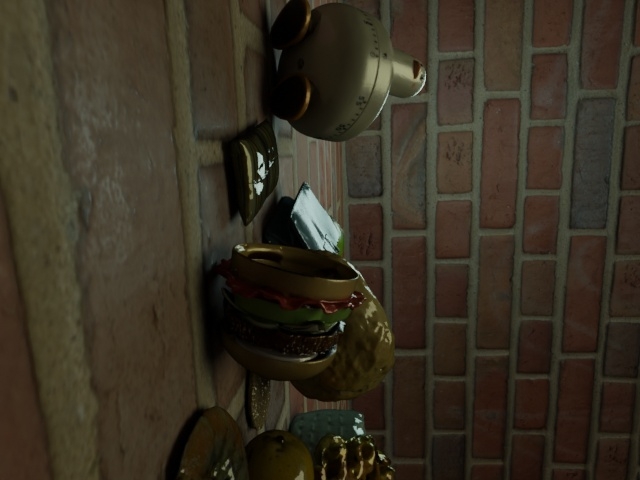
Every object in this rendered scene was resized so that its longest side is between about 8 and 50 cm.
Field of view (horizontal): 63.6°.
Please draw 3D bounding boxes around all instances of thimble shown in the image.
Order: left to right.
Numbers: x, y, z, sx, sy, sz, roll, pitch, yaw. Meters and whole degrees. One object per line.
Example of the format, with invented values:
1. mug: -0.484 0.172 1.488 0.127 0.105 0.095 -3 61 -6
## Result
1. thimble: 0.026 0.458 1.071 0.250 0.171 0.205 -34 121 -80

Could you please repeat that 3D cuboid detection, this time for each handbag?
1. handbag: -0.020 -0.011 0.923 0.144 0.057 0.221 52 17 -14

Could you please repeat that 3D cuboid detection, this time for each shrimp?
1. shrimp: -0.104 0.314 0.490 0.169 0.058 0.296 47 38 -72

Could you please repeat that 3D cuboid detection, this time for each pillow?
1. pillow: -0.086 -0.103 0.721 0.203 0.038 0.113 -76 164 -68

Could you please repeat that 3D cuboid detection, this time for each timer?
1. timer: 0.040 -0.290 0.914 0.240 0.233 0.234 3 85 -39

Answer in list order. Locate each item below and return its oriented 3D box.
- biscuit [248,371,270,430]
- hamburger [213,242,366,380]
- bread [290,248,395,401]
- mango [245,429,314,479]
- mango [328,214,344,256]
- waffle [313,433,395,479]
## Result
1. biscuit: -0.089 0.218 0.762 0.120 0.015 0.120 -1 90 -84
2. hamburger: -0.039 0.084 0.592 0.175 0.175 0.137 -55 157 -79
3. bread: -0.005 0.132 0.759 0.134 0.244 0.245 -35 139 -29
4. mango: -0.063 0.324 0.656 0.137 0.098 0.195 -82 -178 -49
5. mango: 0.000 0.000 1.156 0.233 0.111 0.126 -27 124 -82
6. waffle: 0.031 0.473 0.853 0.302 0.068 0.325 -57 130 -28
